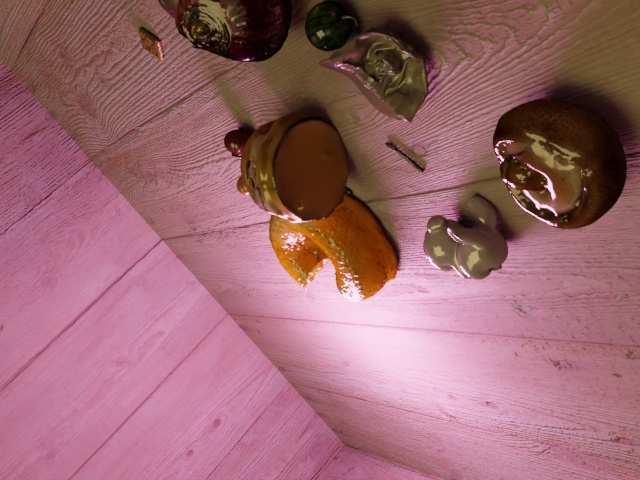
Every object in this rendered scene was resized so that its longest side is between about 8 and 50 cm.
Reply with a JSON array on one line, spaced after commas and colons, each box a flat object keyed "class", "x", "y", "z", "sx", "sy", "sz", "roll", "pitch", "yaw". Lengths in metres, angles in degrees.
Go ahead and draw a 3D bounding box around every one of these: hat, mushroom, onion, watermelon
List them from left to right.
[{"class": "onion", "x": -0.160, "y": -0.500, "z": 1.504, "sx": 0.207, "sy": 0.216, "sz": 0.206, "roll": 27, "pitch": 136, "yaw": 10}, {"class": "watermelon", "x": 0.018, "y": -0.436, "z": 1.454, "sx": 0.109, "sy": 0.109, "sz": 0.109, "roll": 34, "pitch": 154, "yaw": 19}, {"class": "hat", "x": 0.115, "y": -0.358, "z": 1.477, "sx": 0.214, "sy": 0.149, "sz": 0.244, "roll": 34, "pitch": -165, "yaw": -23}, {"class": "mushroom", "x": 0.418, "y": -0.139, "z": 1.266, "sx": 0.253, "sy": 0.153, "sz": 0.253, "roll": 37, "pitch": 156, "yaw": 19}]

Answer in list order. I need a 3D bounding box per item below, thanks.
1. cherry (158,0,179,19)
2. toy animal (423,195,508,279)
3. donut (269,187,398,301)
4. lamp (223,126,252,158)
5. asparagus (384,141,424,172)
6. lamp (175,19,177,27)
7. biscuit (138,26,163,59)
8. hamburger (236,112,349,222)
[{"class": "cherry", "x": -0.301, "y": -0.574, "z": 1.639, "sx": 0.176, "sy": 0.140, "sz": 0.176, "roll": 20, "pitch": 117, "yaw": 46}, {"class": "toy animal", "x": 0.332, "y": 0.001, "z": 1.657, "sx": 0.178, "sy": 0.127, "sz": 0.193, "roll": 52, "pitch": 157, "yaw": -16}, {"class": "donut", "x": 0.000, "y": 0.000, "z": 2.107, "sx": 0.435, "sy": 0.163, "sz": 0.377, "roll": 11, "pitch": 139, "yaw": 51}, {"class": "lamp", "x": -0.231, "y": -0.283, "z": 2.087, "sx": 0.101, "sy": 0.090, "sz": 0.101, "roll": 17, "pitch": -178, "yaw": 0}, {"class": "asparagus", "x": 0.196, "y": -0.196, "z": 1.676, "sx": 0.114, "sy": 0.014, "sz": 0.015, "roll": 41, "pitch": 139, "yaw": 7}, {"class": "lamp", "x": -0.287, "y": -0.554, "z": 1.754, "sx": 0.163, "sy": 0.091, "sz": 0.091, "roll": -16, "pitch": 119, "yaw": 46}, {"class": "biscuit", "x": -0.496, "y": -0.575, "z": 2.098, "sx": 0.083, "sy": 0.018, "sz": 0.081, "roll": 37, "pitch": 155, "yaw": 15}, {"class": "hamburger", "x": -0.087, "y": -0.183, "z": 1.836, "sx": 0.237, "sy": 0.276, "sz": 0.276, "roll": 10, "pitch": 140, "yaw": 47}]
